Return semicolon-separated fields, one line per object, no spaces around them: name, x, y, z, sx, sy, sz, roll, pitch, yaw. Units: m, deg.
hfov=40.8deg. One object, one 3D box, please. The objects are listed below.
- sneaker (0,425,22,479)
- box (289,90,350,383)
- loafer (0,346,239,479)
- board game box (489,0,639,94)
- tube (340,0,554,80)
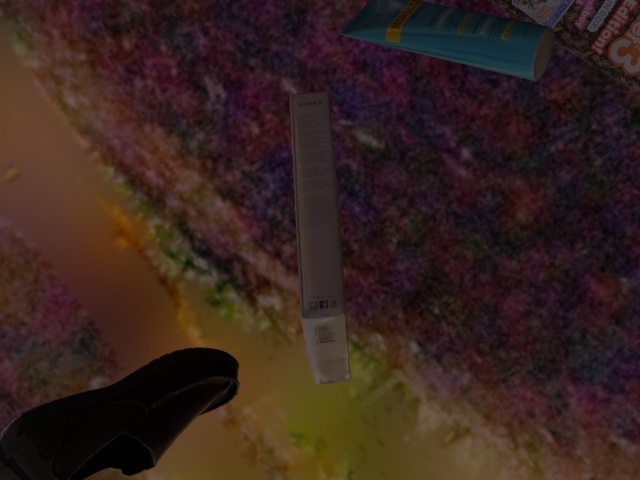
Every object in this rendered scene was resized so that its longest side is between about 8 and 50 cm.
sneaker;-0.236;0.230;0.747;0.112;0.319;0.131;-25;59;57
box;0.000;0.000;1.139;0.232;0.059;0.322;84;-177;-61
loafer;-0.153;0.160;0.725;0.078;0.220;0.080;50;138;26
board game box;0.349;-0.286;0.993;0.291;0.232;0.141;39;119;19
tube;0.128;-0.210;0.873;0.207;0.080;0.052;19;138;26
